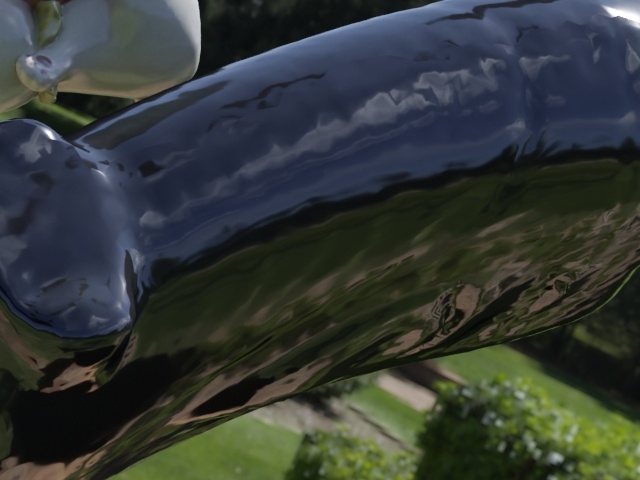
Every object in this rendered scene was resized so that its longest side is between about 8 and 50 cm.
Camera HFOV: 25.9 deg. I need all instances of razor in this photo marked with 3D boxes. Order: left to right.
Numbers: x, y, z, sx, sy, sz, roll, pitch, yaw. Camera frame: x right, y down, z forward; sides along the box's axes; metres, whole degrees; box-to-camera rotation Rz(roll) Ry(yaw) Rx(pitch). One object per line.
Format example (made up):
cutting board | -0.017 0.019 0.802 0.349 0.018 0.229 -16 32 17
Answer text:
razor | 0.000 -0.002 0.519 0.349 0.204 0.113 -17 71 -32

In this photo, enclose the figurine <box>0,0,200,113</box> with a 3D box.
figurine | -0.131 -0.100 0.602 0.146 0.098 0.081 -5 -2 -22
